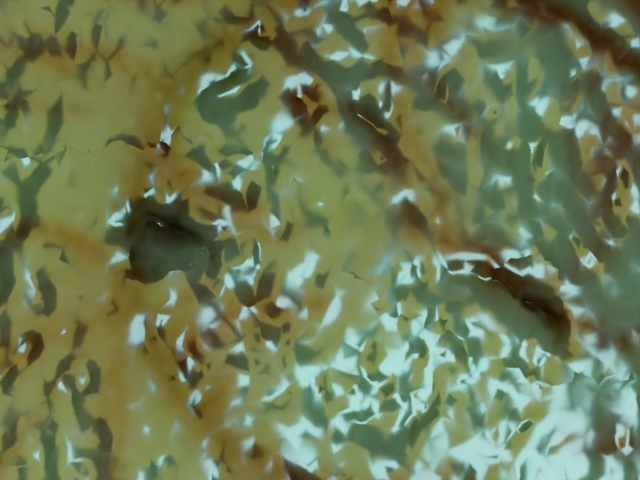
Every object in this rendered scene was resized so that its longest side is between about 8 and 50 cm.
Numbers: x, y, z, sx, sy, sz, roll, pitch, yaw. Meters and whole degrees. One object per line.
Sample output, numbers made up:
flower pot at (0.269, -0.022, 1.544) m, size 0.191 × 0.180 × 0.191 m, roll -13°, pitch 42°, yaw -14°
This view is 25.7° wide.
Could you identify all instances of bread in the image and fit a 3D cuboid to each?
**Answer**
bread at (-0.003, 0.002, 0.444) m, size 0.295 × 0.114 × 0.328 m, roll 6°, pitch 87°, yaw -14°
